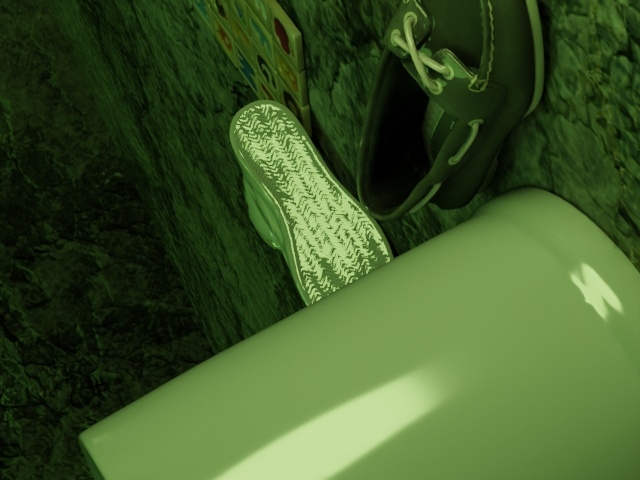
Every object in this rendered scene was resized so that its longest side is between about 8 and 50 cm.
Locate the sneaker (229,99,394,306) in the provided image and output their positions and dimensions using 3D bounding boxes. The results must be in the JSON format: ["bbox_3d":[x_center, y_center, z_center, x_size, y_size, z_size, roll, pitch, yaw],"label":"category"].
[{"bbox_3d":[0.000,0.000,1.641,0.292,0.108,0.169,63,174,14],"label":"sneaker"}]

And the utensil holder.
[{"bbox_3d":[0.060,0.189,1.137,0.327,0.385,0.327,56,165,24],"label":"utensil holder"}]

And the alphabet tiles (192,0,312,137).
[{"bbox_3d":[-0.102,-0.276,1.650,0.342,0.011,0.285,55,164,29],"label":"alphabet tiles"}]

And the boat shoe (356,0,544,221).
[{"bbox_3d":[0.084,-0.102,1.103,0.112,0.095,0.335,58,166,20],"label":"boat shoe"}]
